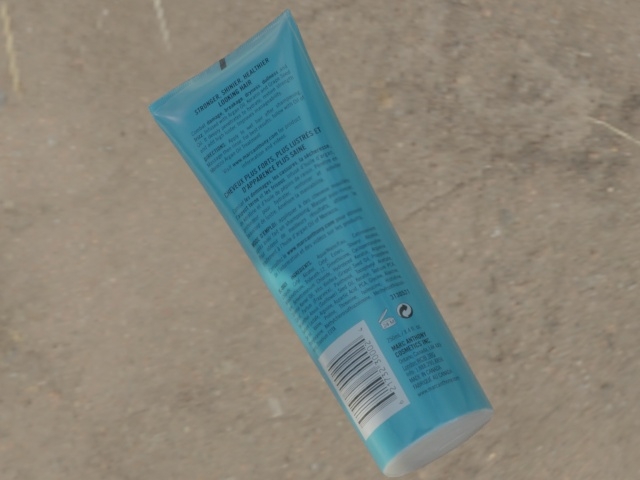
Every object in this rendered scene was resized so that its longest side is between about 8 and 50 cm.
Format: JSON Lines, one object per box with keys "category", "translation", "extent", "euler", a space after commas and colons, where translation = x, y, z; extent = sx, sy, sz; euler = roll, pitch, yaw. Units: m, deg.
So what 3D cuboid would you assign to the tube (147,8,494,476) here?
{"category": "tube", "translation": [0.000, 0.000, 0.615], "extent": [0.080, 0.052, 0.207], "euler": [-32, 70, 7]}
